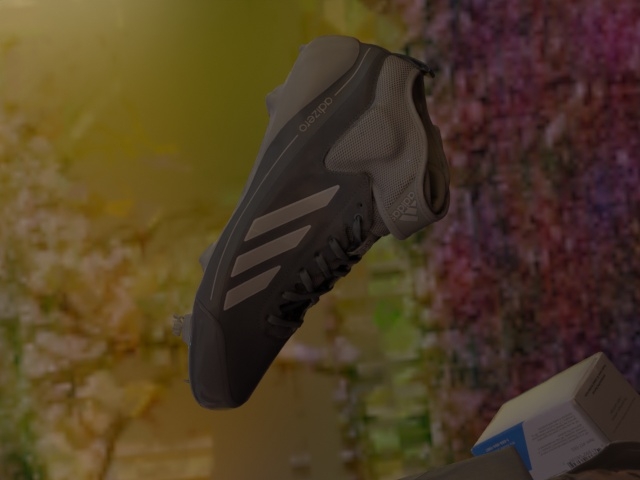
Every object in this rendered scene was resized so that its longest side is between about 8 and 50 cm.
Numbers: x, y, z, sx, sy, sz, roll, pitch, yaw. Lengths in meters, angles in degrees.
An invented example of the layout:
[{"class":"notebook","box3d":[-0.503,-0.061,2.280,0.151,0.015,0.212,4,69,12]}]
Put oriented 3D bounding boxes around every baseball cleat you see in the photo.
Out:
[{"class":"baseball cleat","box3d":[0.000,0.000,0.778,0.072,0.109,0.205,6,-77,-65]}]

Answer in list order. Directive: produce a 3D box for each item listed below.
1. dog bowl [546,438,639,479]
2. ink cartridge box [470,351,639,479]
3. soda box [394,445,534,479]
[{"class":"dog bowl","box3d":[0.239,0.334,1.189,0.102,0.349,0.348,81,-178,-69]},{"class":"ink cartridge box","box3d":[0.254,0.216,1.398,0.140,0.190,0.082,-36,8,44]},{"class":"soda box","box3d":[-0.025,0.190,0.694,0.098,0.286,0.091,-116,16,-48]}]
